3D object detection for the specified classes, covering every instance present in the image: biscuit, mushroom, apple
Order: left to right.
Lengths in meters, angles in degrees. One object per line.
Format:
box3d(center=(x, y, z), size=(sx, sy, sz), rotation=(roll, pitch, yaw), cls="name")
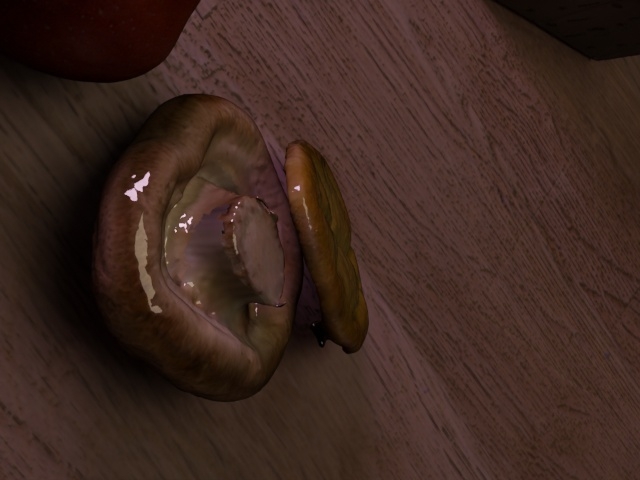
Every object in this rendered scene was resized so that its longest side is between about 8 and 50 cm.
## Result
box3d(center=(-0.198, -0.238, 1.218), size=(0.201, 0.218, 0.218), rotation=(29, 68, -33), cls="apple")
box3d(center=(-0.106, 0.005, 1.311), size=(0.278, 0.146, 0.278), rotation=(23, 63, -54), cls="mushroom")
box3d(center=(0.005, 0.000, 1.396), size=(0.260, 0.041, 0.203), rotation=(59, 23, -68), cls="biscuit")

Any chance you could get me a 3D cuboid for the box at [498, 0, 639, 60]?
box3d(center=(0.338, -0.393, 1.712), size=(0.225, 0.190, 0.297), rotation=(24, 73, -37), cls="box")
